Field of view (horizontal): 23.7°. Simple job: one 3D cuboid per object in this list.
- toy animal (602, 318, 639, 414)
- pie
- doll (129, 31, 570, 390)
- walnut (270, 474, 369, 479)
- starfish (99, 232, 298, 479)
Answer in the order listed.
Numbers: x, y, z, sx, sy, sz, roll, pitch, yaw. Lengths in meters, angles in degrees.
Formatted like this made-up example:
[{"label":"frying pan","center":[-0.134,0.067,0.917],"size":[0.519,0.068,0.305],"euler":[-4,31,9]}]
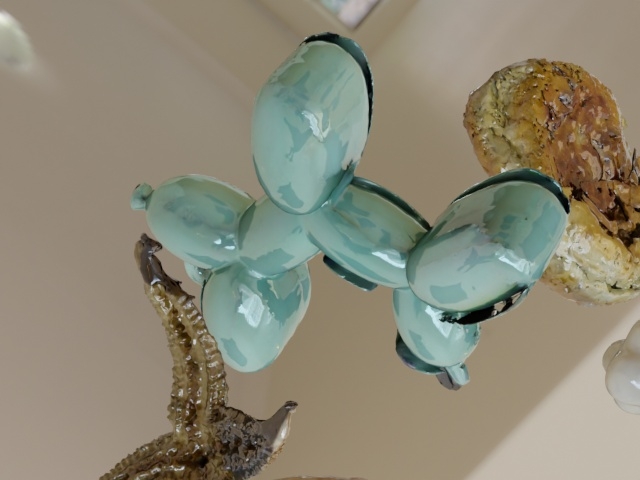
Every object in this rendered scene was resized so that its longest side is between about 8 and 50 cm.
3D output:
[{"label":"toy animal","center":[0.334,0.130,0.784],"size":[0.181,0.180,0.363],"euler":[-19,-162,-37]},{"label":"pie","center":[0.284,-0.063,1.677],"size":[0.308,0.085,0.308],"euler":[24,-126,-38]},{"label":"doll","center":[0.000,0.000,0.594],"size":[0.159,0.158,0.059],"euler":[30,-133,6]},{"label":"walnut","center":[0.009,0.308,1.282],"size":[0.225,0.261,0.225],"euler":[6,-97,-54]},{"label":"starfish","center":[-0.039,0.062,0.487],"size":[0.041,0.133,0.130],"euler":[9,-108,-42]}]
